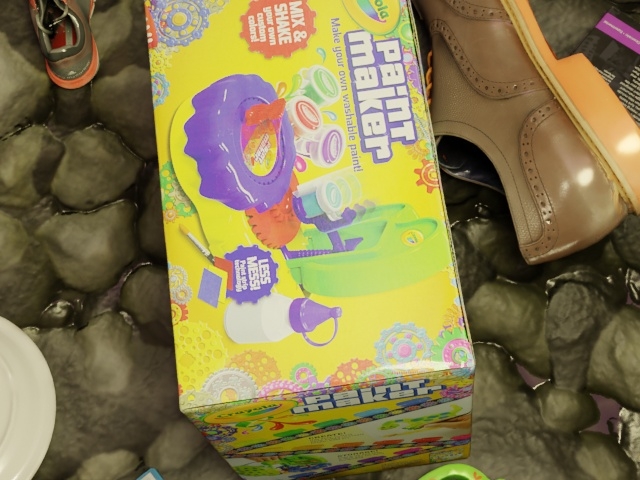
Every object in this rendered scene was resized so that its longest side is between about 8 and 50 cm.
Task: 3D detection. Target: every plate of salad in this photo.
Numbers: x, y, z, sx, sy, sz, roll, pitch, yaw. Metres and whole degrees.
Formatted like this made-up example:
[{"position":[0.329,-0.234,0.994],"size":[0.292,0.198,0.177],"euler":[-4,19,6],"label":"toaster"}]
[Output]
[{"position":[-0.308,0.144,0.978],"size":[0.200,0.048,0.200],"euler":[0,61,0],"label":"plate of salad"}]

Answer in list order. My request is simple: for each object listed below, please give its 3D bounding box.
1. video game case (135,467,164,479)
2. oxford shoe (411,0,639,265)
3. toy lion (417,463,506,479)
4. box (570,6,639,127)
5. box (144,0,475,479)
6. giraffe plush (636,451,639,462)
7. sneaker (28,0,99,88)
[{"position":[-0.124,0.272,0.926],"size":[0.119,0.015,0.166],"euler":[-38,70,-9],"label":"video game case"},{"position":[0.121,-0.135,0.981],"size":[0.133,0.130,0.363],"euler":[-35,52,6],"label":"oxford shoe"},{"position":[0.119,0.209,0.919],"size":[0.096,0.034,0.100],"euler":[-29,69,-13],"label":"toy lion"},{"position":[0.240,-0.104,1.024],"size":[0.116,0.029,0.162],"euler":[37,76,19],"label":"box"},{"position":[0.000,0.000,0.876],"size":[0.177,0.279,0.290],"euler":[-9,68,2],"label":"box"},{"position":[0.339,0.111,0.865],"size":[0.210,0.181,0.170],"euler":[24,61,-4],"label":"giraffe plush"},{"position":[-0.232,-0.215,1.096],"size":[0.061,0.065,0.158],"euler":[-19,69,-1],"label":"sneaker"}]
